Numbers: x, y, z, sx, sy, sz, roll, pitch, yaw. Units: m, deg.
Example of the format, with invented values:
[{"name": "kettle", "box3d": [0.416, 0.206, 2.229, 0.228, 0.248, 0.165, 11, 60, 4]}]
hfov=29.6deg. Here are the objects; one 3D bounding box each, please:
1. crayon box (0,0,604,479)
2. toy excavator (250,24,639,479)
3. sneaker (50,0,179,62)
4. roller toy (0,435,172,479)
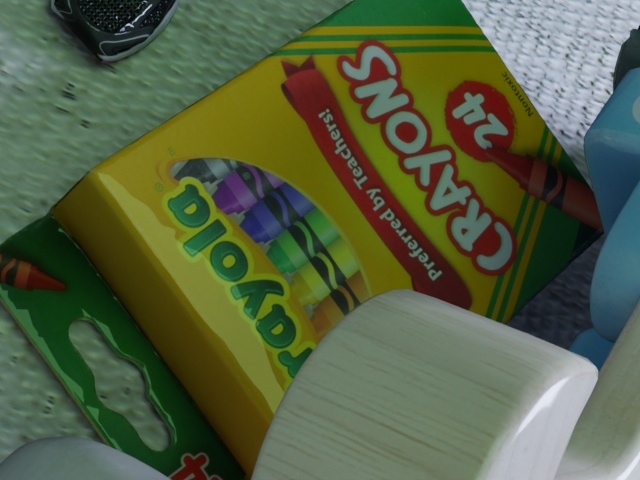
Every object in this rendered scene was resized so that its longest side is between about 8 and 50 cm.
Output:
[{"name": "crayon box", "box3d": [0.000, 0.000, 0.677, 0.318, 0.081, 0.202, -39, 95, -31]}, {"name": "toy excavator", "box3d": [0.186, 0.059, 0.588, 0.445, 0.222, 0.433, -56, 143, -20]}, {"name": "sneaker", "box3d": [-0.085, -0.182, 0.687, 0.072, 0.077, 0.178, 37, 62, -13]}, {"name": "roller toy", "box3d": [-0.097, 0.195, 0.504, 0.146, 0.191, 0.209, -48, 139, -31]}]
